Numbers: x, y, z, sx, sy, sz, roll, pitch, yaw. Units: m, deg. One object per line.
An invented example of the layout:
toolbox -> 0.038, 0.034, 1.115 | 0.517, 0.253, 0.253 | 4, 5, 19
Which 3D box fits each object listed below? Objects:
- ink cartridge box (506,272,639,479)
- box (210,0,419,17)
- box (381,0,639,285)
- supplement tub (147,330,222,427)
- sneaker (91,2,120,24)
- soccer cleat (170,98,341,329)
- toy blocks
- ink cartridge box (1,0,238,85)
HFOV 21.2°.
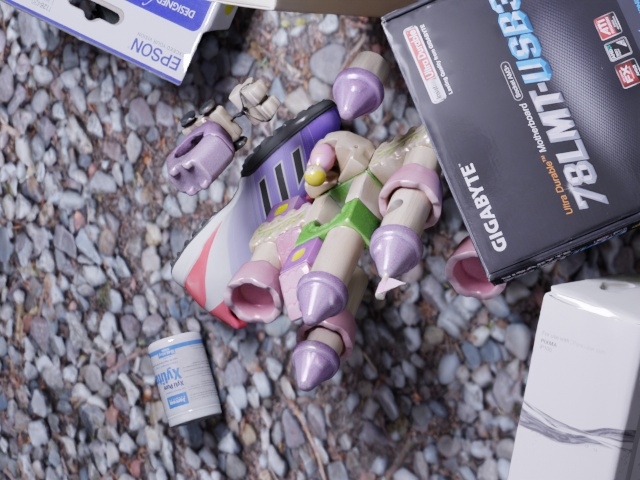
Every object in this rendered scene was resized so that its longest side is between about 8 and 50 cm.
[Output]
ink cartridge box -> 0.288, 0.188, 1.688 | 0.117, 0.207, 0.283 | 18, 104, 34
box -> 0.010, -0.311, 1.797 | 0.121, 0.311, 0.148 | 15, 104, 36
box -> 0.248, -0.144, 1.703 | 0.293, 0.073, 0.295 | -22, 79, 6
supplement tub -> -0.168, 0.172, 2.120 | 0.071, 0.071, 0.107 | -24, 78, 36
sneaker -> -0.256, -0.301, 2.147 | 0.234, 0.078, 0.106 | 41, 114, 26
soccer cleat -> -0.054, -0.031, 2.007 | 0.116, 0.109, 0.318 | 46, 121, 11
toy blocks -> 0.000, 0.000, 1.787 | 0.289, 0.260, 0.309 | -27, 115, 36
ink cartridge box -> -0.212, -0.376, 2.055 | 0.304, 0.072, 0.307 | 27, 98, 22
